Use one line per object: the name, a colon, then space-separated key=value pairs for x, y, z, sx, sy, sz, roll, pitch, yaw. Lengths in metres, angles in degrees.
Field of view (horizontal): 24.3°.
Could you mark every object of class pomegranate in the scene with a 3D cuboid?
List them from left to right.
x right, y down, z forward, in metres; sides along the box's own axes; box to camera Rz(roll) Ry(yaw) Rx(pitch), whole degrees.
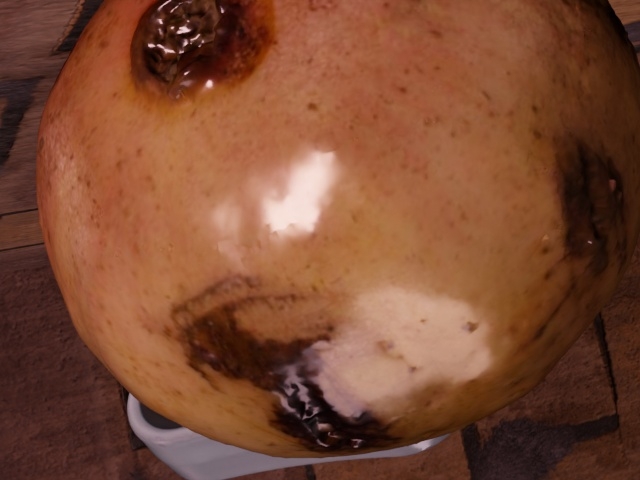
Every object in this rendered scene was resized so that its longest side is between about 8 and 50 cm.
pomegranate: x=0.010 y=-0.038 z=0.770 sx=0.322 sy=0.322 sz=0.322 roll=-12 pitch=176 yaw=-1

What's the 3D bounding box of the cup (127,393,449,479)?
cup: x=-0.006 y=-0.020 z=1.044 sx=0.311 sy=0.257 sz=0.331 roll=-13 pitch=-163 yaw=26
